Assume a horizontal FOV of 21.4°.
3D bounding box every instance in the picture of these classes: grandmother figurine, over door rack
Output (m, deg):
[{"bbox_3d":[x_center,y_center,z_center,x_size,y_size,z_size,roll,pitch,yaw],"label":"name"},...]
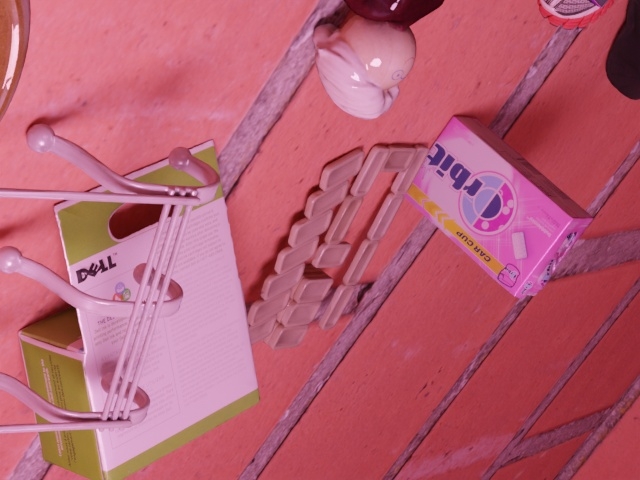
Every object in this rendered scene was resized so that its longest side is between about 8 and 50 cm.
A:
[{"bbox_3d":[0.084,-0.245,1.385,0.207,0.104,0.342,-11,137,-43],"label":"grandmother figurine"},{"bbox_3d":[-0.249,0.042,1.246,0.324,0.108,0.240,-7,127,-39],"label":"over door rack"}]

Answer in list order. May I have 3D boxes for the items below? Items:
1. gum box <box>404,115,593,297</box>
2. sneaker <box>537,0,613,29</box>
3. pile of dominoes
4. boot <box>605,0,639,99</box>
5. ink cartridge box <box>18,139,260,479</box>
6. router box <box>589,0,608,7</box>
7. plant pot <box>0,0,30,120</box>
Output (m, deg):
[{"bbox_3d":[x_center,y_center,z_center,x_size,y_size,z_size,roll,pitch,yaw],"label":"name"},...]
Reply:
[{"bbox_3d":[0.191,-0.035,1.820,0.107,0.188,0.062,-55,156,20],"label":"gum box"},{"bbox_3d":[0.311,-0.308,1.702,0.225,0.088,0.093,-44,157,-6],"label":"sneaker"},{"bbox_3d":[0.000,0.000,1.770,0.196,0.040,0.251,-2,124,-60],"label":"pile of dominoes"},{"bbox_3d":[0.438,-0.283,1.986,0.178,0.085,0.236,-36,162,-30],"label":"boot"},{"bbox_3d":[-0.164,0.054,1.477,0.188,0.097,0.255,-26,117,-41],"label":"ink cartridge box"},{"bbox_3d":[0.278,-0.312,1.578,0.046,0.133,0.179,38,95,-31],"label":"router box"},{"bbox_3d":[-0.261,-0.104,1.008,0.236,0.032,0.236,-33,140,-33],"label":"plant pot"}]
